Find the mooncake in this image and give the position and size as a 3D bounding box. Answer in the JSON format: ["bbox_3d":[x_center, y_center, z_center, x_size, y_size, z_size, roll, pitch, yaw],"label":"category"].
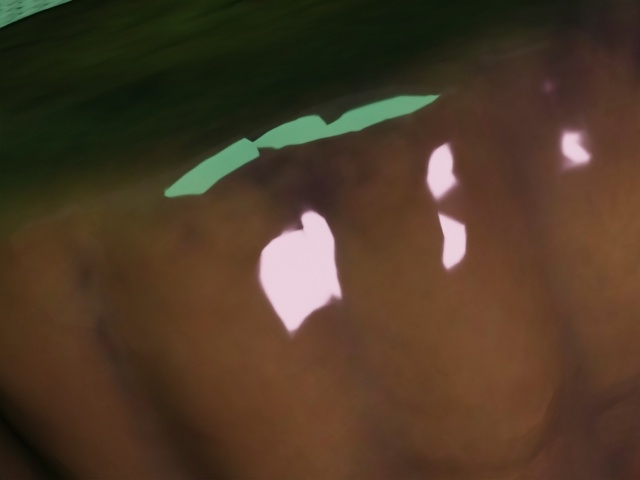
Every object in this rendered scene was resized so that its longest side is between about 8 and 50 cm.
[{"bbox_3d":[0.000,0.000,0.536,0.290,0.161,0.290,-16,21,6],"label":"mooncake"}]
